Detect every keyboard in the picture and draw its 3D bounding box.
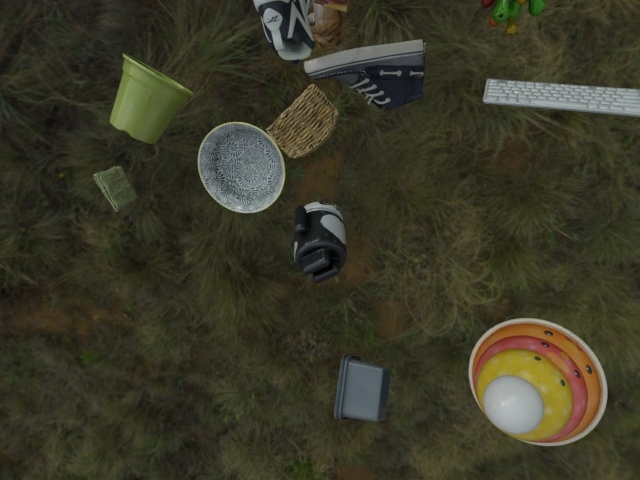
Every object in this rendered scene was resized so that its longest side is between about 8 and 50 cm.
[{"bbox_3d":[0.330,-0.167,0.480,0.256,0.072,0.014,12,129,18],"label":"keyboard"}]

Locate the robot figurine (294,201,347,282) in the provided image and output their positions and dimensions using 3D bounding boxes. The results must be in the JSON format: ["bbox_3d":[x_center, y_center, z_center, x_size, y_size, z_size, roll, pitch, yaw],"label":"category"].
[{"bbox_3d":[0.001,-0.002,1.331,0.174,0.278,0.209,1,138,-3],"label":"robot figurine"}]

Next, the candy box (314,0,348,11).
[{"bbox_3d":[0.009,-0.830,1.309,0.187,0.053,0.109,14,148,-4],"label":"candy box"}]

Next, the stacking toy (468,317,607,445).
[{"bbox_3d":[0.507,0.378,0.994,0.350,0.350,0.480,-50,152,16],"label":"stacking toy"}]

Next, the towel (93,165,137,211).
[{"bbox_3d":[-0.546,-0.142,1.086,0.027,0.148,0.109,-23,109,3],"label":"towel"}]

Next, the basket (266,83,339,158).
[{"bbox_3d":[-0.064,-0.509,1.810,0.299,0.223,0.213,-44,98,6],"label":"basket"}]

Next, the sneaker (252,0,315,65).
[{"bbox_3d":[-0.058,-0.444,0.833,0.094,0.235,0.152,-6,114,14],"label":"sneaker"}]

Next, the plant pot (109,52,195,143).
[{"bbox_3d":[-0.670,-0.524,1.553,0.276,0.276,0.253,28,101,-18],"label":"plant pot"}]

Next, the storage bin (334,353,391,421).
[{"bbox_3d":[0.097,0.318,0.857,0.091,0.135,0.098,2,164,31],"label":"storage bin"}]

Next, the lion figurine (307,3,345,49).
[{"bbox_3d":[0.012,-0.893,1.495,0.240,0.142,0.392,-30,149,-30],"label":"lion figurine"}]

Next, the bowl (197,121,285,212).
[{"bbox_3d":[-0.137,-0.144,0.771,0.170,0.080,0.169,5,114,11],"label":"bowl"}]

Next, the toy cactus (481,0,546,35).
[{"bbox_3d":[0.358,-0.490,0.722,0.219,0.112,0.180,-42,118,-5],"label":"toy cactus"}]

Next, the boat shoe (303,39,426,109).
[{"bbox_3d":[0.128,-0.408,1.033,0.341,0.127,0.157,-17,113,-18],"label":"boat shoe"}]
